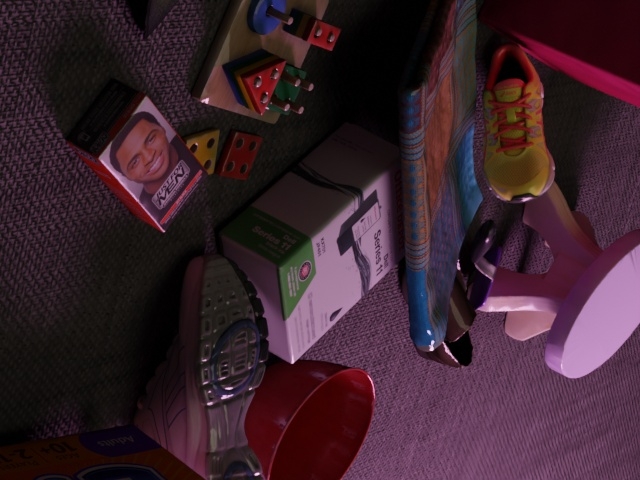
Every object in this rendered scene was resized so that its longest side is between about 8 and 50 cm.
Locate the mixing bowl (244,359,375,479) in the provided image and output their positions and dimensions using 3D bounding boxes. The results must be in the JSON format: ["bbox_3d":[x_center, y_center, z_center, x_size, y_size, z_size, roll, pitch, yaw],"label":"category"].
[{"bbox_3d":[-0.033,0.198,1.832,0.181,0.098,0.181,-36,141,-35],"label":"mixing bowl"}]

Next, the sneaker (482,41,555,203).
[{"bbox_3d":[0.214,-0.135,1.894,0.094,0.081,0.209,67,16,-52],"label":"sneaker"}]

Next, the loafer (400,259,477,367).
[{"bbox_3d":[0.156,0.077,2.040,0.080,0.078,0.220,-47,147,-23],"label":"loafer"}]

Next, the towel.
[{"bbox_3d":[0.133,-0.095,1.803,0.271,0.040,0.370,-70,162,-44],"label":"towel"}]

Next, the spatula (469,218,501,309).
[{"bbox_3d":[0.194,0.024,2.000,0.296,0.030,0.084,69,38,-74],"label":"spatula"}]

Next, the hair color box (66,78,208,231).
[{"bbox_3d":[-0.159,-0.073,1.474,0.072,0.043,0.141,-54,148,-11],"label":"hair color box"}]

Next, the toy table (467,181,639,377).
[{"bbox_3d":[0.324,0.051,2.195,0.274,0.161,0.252,-21,131,-49],"label":"toy table"}]

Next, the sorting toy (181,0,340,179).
[{"bbox_3d":[-0.046,-0.167,1.566,0.132,0.046,0.275,12,104,-59],"label":"sorting toy"}]

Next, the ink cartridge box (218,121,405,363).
[{"bbox_3d":[0.000,0.000,1.731,0.208,0.087,0.153,-43,146,-30],"label":"ink cartridge box"}]

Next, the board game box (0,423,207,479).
[{"bbox_3d":[-0.225,0.413,1.423,0.356,0.356,0.357,-4,118,-48],"label":"board game box"}]

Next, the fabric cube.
[{"bbox_3d":[0.384,-0.290,1.911,0.254,0.258,0.259,16,101,-58],"label":"fabric cube"}]

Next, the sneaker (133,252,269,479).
[{"bbox_3d":[-0.129,0.159,1.651,0.111,0.129,0.297,-2,98,-54],"label":"sneaker"}]

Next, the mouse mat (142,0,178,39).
[{"bbox_3d":[-0.095,-0.246,1.372,0.153,0.007,0.190,-53,179,-14],"label":"mouse mat"}]
